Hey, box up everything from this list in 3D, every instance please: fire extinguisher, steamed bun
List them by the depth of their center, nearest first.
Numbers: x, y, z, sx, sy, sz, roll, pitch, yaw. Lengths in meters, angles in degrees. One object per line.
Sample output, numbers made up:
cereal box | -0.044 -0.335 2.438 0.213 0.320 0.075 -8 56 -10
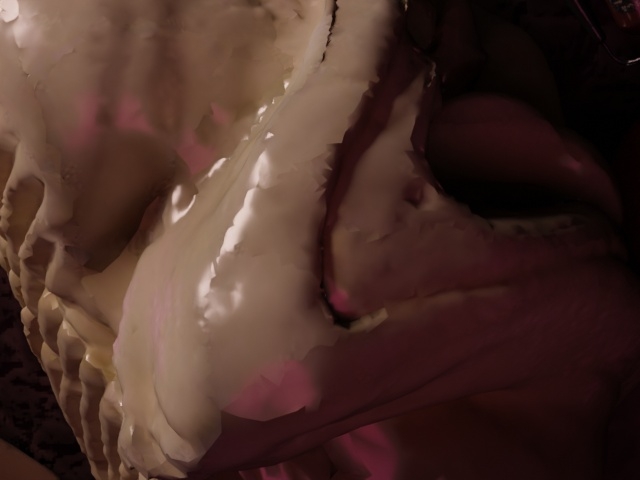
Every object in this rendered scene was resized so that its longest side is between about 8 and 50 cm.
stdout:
steamed bun | 0.000 0.000 0.661 0.247 0.352 0.339 -23 149 -13
fire extinguisher | 0.125 -0.112 0.714 0.046 0.032 0.100 -25 105 10

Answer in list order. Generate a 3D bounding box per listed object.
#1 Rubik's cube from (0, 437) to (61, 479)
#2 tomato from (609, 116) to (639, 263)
Rubik's cube | -0.190 0.279 0.876 0.225 0.221 0.231 34 119 -9
tomato | 0.198 -0.002 0.696 0.167 0.167 0.167 5 119 8
